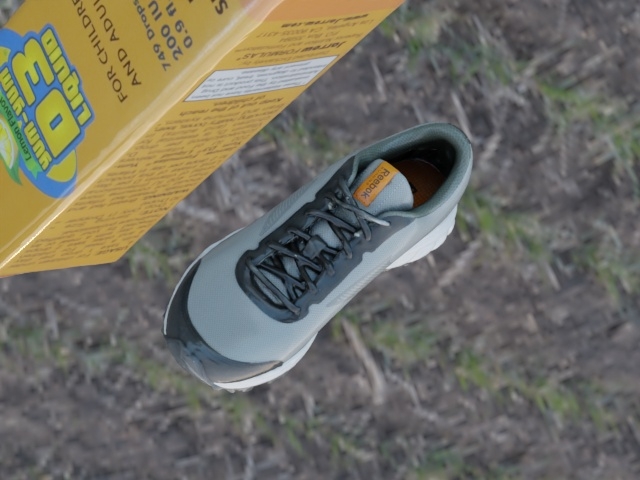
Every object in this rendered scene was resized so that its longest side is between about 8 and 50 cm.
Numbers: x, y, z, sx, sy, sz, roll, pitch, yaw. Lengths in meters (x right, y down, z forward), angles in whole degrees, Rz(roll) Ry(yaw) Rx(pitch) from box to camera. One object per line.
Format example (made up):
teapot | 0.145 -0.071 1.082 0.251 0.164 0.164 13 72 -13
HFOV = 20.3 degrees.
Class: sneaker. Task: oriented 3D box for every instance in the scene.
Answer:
sneaker | 0.000 0.000 1.211 0.271 0.100 0.108 -38 169 -31

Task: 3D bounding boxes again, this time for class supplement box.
supplement box | -0.064 -0.068 0.675 0.080 0.078 0.233 -15 163 -42
